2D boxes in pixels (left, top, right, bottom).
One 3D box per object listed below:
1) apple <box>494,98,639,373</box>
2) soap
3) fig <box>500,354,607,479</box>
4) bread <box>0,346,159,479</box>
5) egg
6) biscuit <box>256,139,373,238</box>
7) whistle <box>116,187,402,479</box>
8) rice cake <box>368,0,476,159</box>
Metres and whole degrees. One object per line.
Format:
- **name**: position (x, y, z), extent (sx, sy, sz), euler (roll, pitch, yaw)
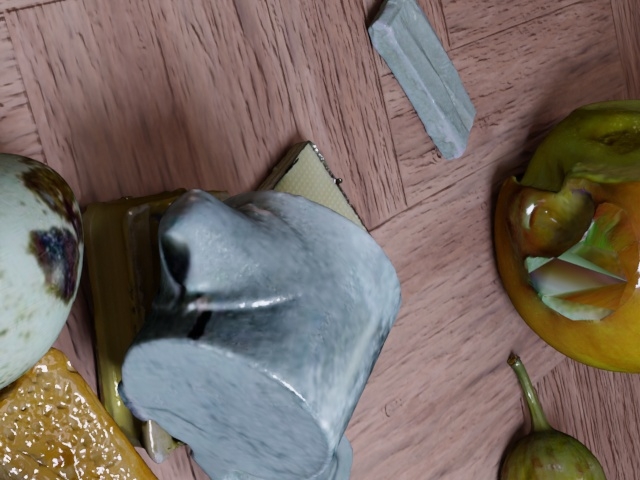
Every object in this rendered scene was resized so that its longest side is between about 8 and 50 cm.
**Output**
- **apple**: position (0.402, -0.008, 1.507), extent (0.374, 0.374, 0.384), euler (-1, 60, -50)
- **soap**: position (-0.140, 0.072, 1.031), extent (0.135, 0.076, 0.233), euler (-14, 100, -49)
- **fig**: position (0.303, 0.280, 1.539), extent (0.149, 0.149, 0.245), euler (10, 61, -49)
- **bread**: position (-0.207, 0.222, 0.944), extent (0.139, 0.077, 0.271), euler (-52, 124, -33)
- **egg**: position (-0.261, 0.021, 0.821), extent (0.169, 0.169, 0.231), euler (64, 32, -26)
- **biscuit**: position (0.000, 0.000, 1.227), extent (0.121, 0.040, 0.199), euler (-54, 126, -33)
- **whistle**: position (-0.053, 0.125, 0.979), extent (0.405, 0.188, 0.168), euler (97, 16, -51)
- **rice cake**: position (0.131, -0.207, 1.389), extent (0.226, 0.040, 0.085), euler (55, 50, -32)
